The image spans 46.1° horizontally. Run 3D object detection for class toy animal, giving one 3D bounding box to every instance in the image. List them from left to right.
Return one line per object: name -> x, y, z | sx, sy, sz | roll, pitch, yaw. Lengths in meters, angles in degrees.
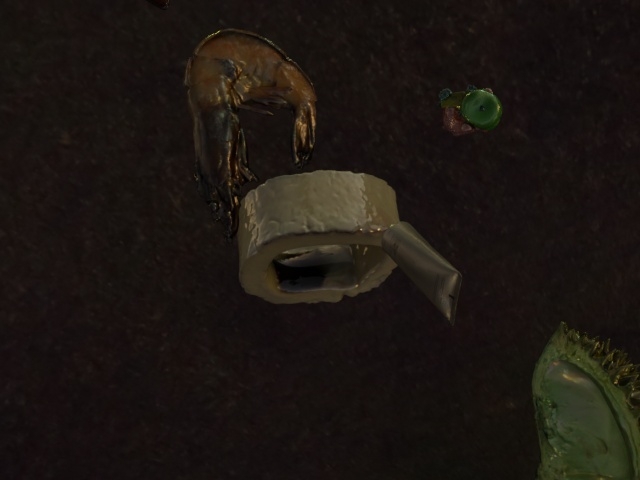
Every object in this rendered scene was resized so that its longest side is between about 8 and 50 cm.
toy animal -> 0.247, -0.232, 1.301 | 0.103, 0.208, 0.100 | 37, 106, -7

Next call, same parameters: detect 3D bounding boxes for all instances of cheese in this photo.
cheese -> 0.000, -0.001, 1.499 | 0.333, 0.292, 0.153 | -3, 58, -7

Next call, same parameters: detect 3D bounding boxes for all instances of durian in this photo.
durian -> 0.404, 0.324, 1.105 | 0.198, 0.163, 0.394 | 3, 91, 19

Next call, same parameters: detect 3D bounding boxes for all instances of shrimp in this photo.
shrimp -> -0.088, -0.144, 1.023 | 0.178, 0.075, 0.289 | -7, 81, -6

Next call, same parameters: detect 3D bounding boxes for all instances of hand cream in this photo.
hand cream -> 0.145, 0.033, 1.068 | 0.054, 0.087, 0.186 | -13, 37, -21

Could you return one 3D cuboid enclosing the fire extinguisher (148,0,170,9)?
fire extinguisher -> -0.385, -0.558, 1.697 | 0.039, 0.132, 0.056 | -26, 66, 29
